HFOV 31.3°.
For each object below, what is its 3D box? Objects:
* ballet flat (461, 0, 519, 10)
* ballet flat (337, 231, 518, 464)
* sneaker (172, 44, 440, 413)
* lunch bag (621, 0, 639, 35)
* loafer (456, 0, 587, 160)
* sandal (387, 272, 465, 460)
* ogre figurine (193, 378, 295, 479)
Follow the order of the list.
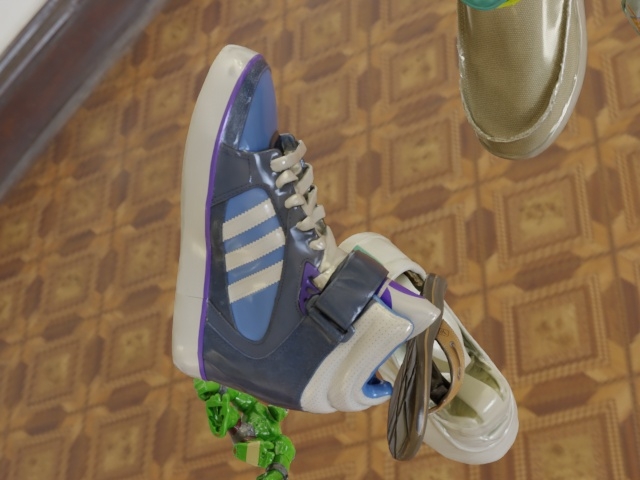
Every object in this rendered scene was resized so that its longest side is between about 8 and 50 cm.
[{"bbox_3d":[0.161,-0.215,0.663,0.231,0.077,0.077,-31,13,49],"label":"ballet flat"},{"bbox_3d":[0.147,0.155,1.368,0.139,0.400,0.139,-28,30,18],"label":"ballet flat"},{"bbox_3d":[0.000,0.000,1.029,0.236,0.130,0.323,11,105,10],"label":"sneaker"},{"bbox_3d":[0.424,-0.229,1.104,0.224,0.279,0.108,40,82,6],"label":"lunch bag"},{"bbox_3d":[0.145,-0.195,0.859,0.102,0.092,0.268,10,98,37],"label":"loafer"},{"bbox_3d":[0.109,0.119,1.103,0.219,0.060,0.090,-72,0,-52],"label":"sandal"},{"bbox_3d":[-0.103,0.273,1.675,0.197,0.118,0.097,34,105,16],"label":"ogre figurine"}]
